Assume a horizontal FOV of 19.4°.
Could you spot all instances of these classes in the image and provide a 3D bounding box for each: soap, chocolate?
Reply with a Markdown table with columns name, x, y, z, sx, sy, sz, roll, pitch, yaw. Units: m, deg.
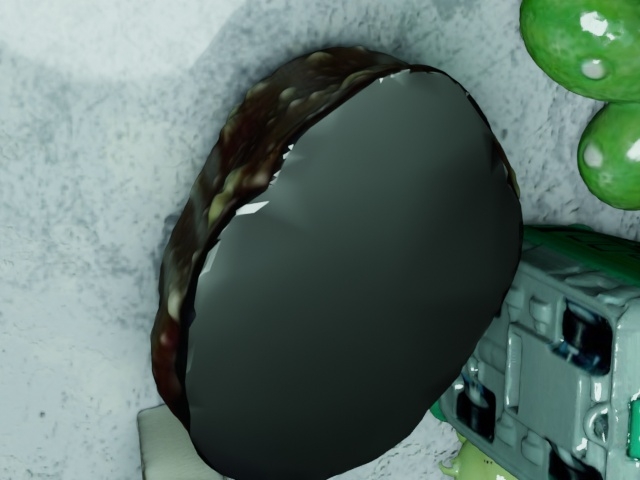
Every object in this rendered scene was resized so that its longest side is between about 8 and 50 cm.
| name | x | y | z | sx | sy | sz | roll | pitch | yaw |
| --- | --- | --- | --- | --- | --- | --- | --- | --- | --- |
| soap | -0.100 | 0.215 | 1.489 | 0.064 | 0.183 | 0.121 | -17 | 111 | -3 |
| chocolate | 0.000 | 0.000 | 1.421 | 0.225 | 0.210 | 0.340 | 23 | 105 | -23 |

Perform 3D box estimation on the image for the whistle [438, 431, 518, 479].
| name | x | y | z | sx | sy | sz | roll | pitch | yaw |
| --- | --- | --- | --- | --- | --- | --- | --- | --- | --- |
| whistle | 0.208 | 0.208 | 1.585 | 0.227 | 0.105 | 0.085 | 12 | 147 | -12 |

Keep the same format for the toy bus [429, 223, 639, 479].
| name | x | y | z | sx | sy | sz | roll | pitch | yaw |
| --- | --- | --- | --- | --- | --- | --- | --- | --- | --- |
| toy bus | 0.226 | 0.093 | 1.423 | 0.199 | 0.343 | 0.183 | -2 | 102 | -18 |

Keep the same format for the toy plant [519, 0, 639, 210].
| name | x | y | z | sx | sy | sz | roll | pitch | yaw |
| --- | --- | --- | --- | --- | --- | --- | --- | --- | --- |
| toy plant | 0.279 | -0.125 | 1.451 | 0.235 | 0.175 | 0.218 | -4 | 118 | 20 |
